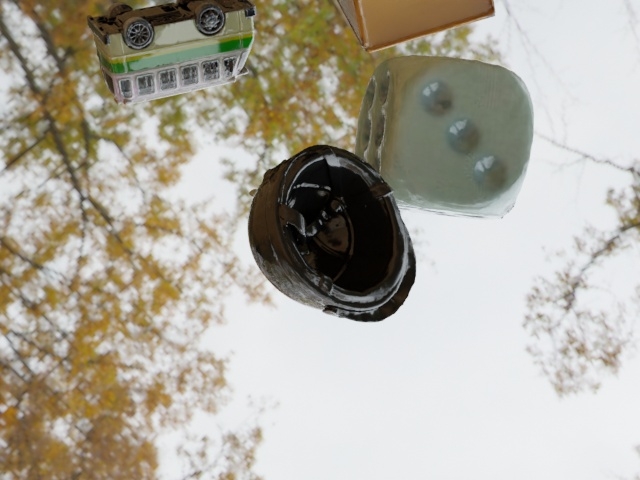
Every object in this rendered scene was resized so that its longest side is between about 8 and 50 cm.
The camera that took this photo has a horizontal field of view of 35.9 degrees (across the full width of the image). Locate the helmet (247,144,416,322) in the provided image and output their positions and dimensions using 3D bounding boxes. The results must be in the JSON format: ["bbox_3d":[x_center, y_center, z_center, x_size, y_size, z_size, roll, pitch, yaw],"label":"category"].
[{"bbox_3d":[0.000,0.000,1.461,0.160,0.279,0.230,-13,-145,47],"label":"helmet"}]

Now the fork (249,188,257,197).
[{"bbox_3d":[-0.080,-0.048,2.024,0.034,0.028,0.219,-47,-126,-7],"label":"fork"}]

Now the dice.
[{"bbox_3d":[0.216,-0.183,1.796,0.264,0.262,0.268,-168,-94,-77],"label":"dice"}]

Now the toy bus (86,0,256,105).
[{"bbox_3d":[-0.279,-0.377,1.925,0.305,0.179,0.143,-17,-149,-20],"label":"toy bus"}]

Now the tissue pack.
[{"bbox_3d":[0.113,-0.407,1.434,0.194,0.145,0.274,-19,-147,0],"label":"tissue pack"}]
